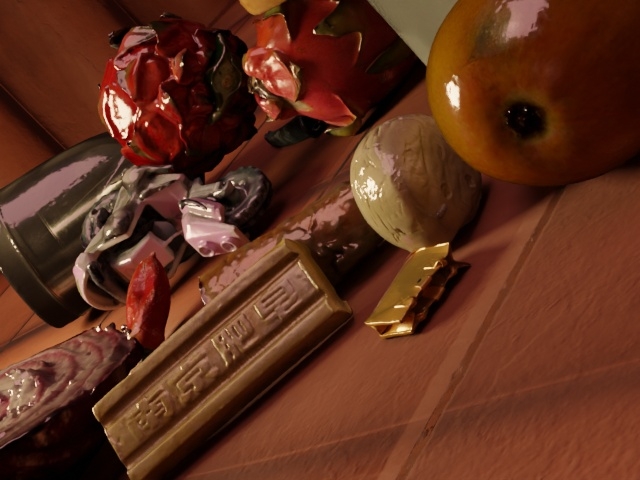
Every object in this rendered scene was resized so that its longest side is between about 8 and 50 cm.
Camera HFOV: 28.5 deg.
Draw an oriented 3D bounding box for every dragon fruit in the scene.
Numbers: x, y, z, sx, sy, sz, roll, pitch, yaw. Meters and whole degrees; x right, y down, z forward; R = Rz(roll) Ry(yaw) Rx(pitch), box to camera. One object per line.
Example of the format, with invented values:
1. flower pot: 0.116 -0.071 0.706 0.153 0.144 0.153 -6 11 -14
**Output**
1. dragon fruit: -0.204 -0.200 1.743 0.234 0.234 0.293 -48 26 -16
2. dragon fruit: 0.013 -0.257 1.625 0.227 0.224 0.224 -45 14 -33

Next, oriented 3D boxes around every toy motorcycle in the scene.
1. toy motorcycle: -0.208 0.000 1.649 0.327 0.143 0.188 -8 50 36

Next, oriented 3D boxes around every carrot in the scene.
1. carrot: 0.000 0.000 1.198 0.263 0.102 0.102 -38 16 13

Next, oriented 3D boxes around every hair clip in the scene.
1. hair clip: -0.046 -0.163 1.845 0.070 0.039 0.229 -51 16 -20

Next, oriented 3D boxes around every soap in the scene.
1. soap: -0.091 0.110 1.141 0.252 0.092 0.037 -42 -27 8

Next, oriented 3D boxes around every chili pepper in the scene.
1. chili pepper: -0.209 0.091 1.512 0.059 0.050 0.191 -26 44 29

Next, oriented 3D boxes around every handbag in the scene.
1. handbag: 0.077 0.042 1.015 0.083 0.027 0.061 -53 18 -25

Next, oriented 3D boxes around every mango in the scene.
1. mango: 0.186 -0.149 0.992 0.211 0.173 0.317 -37 10 19

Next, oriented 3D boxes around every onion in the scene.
1. onion: -0.303 0.219 1.315 0.280 0.146 0.314 -20 15 25

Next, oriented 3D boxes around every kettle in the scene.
1. kettle: -0.318 -0.045 1.938 0.324 0.228 0.321 -34 -6 2

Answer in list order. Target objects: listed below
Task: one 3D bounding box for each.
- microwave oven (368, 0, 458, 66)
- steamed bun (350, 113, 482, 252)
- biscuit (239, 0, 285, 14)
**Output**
1. microwave oven: 0.225 -0.311 1.290 0.237 0.181 0.295 -27 22 51
2. steamed bun: 0.076 -0.050 1.096 0.091 0.112 0.130 -30 27 36
3. biscuit: 0.027 -0.366 1.449 0.355 0.052 0.275 -10 35 54
